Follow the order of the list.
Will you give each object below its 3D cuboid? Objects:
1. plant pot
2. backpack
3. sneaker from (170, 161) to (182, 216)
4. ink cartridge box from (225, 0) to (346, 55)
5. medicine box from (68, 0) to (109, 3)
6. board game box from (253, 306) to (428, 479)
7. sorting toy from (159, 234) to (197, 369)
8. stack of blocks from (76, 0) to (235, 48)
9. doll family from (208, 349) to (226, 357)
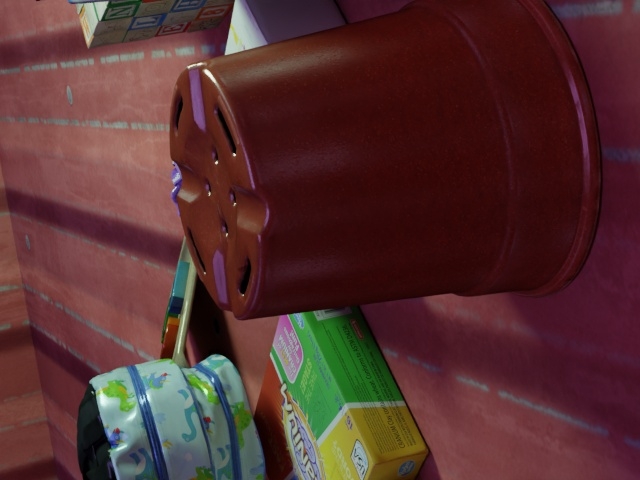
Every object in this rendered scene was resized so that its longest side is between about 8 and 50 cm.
[{"bbox_3d":[0.035,-0.059,1.154,0.272,0.265,0.272,168,90,-69],"label":"plant pot"},{"bbox_3d":[-0.190,0.272,1.787,0.355,0.273,0.290,65,-168,-68],"label":"backpack"},{"bbox_3d":[-0.126,-0.095,1.756,0.236,0.104,0.095,113,141,-54],"label":"sneaker"},{"bbox_3d":[-0.039,-0.190,1.504,0.143,0.092,0.090,105,145,-52],"label":"ink cartridge box"},{"bbox_3d":[-0.084,-0.306,1.320,0.289,0.263,0.149,-163,63,-66],"label":"medicine box"},{"bbox_3d":[0.011,0.225,1.637,0.316,0.064,0.242,105,146,-49],"label":"board game box"},{"bbox_3d":[-0.218,0.156,2.110,0.307,0.041,0.229,111,163,-54],"label":"sorting toy"},{"bbox_3d":[-0.170,-0.323,1.655,0.297,0.171,0.087,144,112,-66],"label":"stack of blocks"},{"bbox_3d":[-0.153,0.240,2.044,0.111,0.076,0.193,99,154,-52],"label":"doll family"}]
